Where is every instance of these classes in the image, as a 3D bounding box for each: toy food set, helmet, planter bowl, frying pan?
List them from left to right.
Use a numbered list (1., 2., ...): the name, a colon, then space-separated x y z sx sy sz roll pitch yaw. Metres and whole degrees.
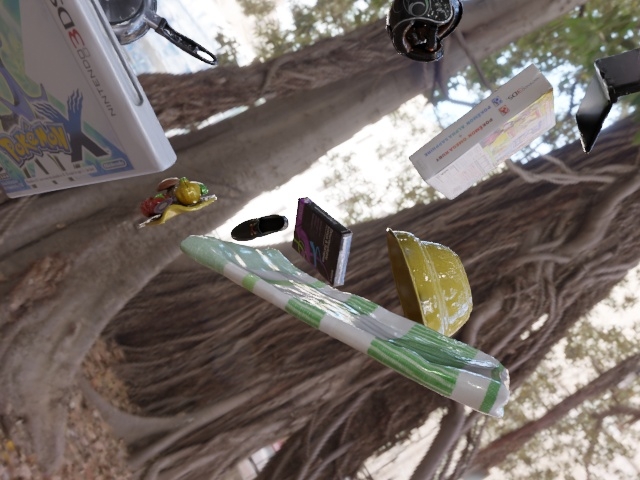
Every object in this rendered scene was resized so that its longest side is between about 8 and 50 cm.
1. frying pan: -0.368 -0.423 1.292 0.326 0.197 0.053 48 -22 -11
2. toy food set: -0.293 -0.083 1.302 0.218 0.128 0.071 -5 -69 56
3. helmet: 0.238 -0.509 1.531 0.169 0.170 0.161 73 27 -53
4. planter bowl: 0.173 0.074 1.020 0.217 0.091 0.217 164 -90 -89

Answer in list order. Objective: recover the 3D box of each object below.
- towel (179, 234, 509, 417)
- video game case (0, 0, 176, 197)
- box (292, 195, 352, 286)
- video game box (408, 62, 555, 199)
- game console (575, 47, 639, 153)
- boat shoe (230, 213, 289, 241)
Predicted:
1. towel: 0.043 0.080 0.697 0.325 0.038 0.248 27 2 16
2. video game case: -0.359 -0.201 0.809 0.329 0.036 0.299 -4 -60 36
3. box: 0.000 0.000 1.299 0.162 0.029 0.116 40 -49 45
4. video game box: 0.223 -0.135 0.896 0.048 0.187 0.205 59 15 13
5. game console: 0.349 -0.165 0.770 0.122 0.107 0.071 -69 141 -56
6. boat shoe: -0.135 -0.029 1.446 0.042 0.133 0.048 26 52 -81
